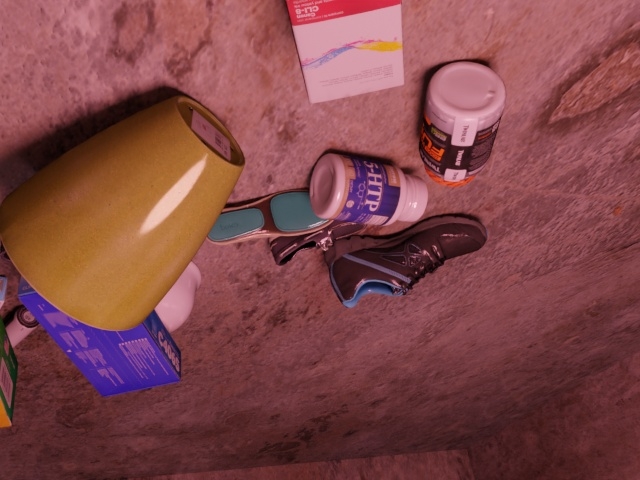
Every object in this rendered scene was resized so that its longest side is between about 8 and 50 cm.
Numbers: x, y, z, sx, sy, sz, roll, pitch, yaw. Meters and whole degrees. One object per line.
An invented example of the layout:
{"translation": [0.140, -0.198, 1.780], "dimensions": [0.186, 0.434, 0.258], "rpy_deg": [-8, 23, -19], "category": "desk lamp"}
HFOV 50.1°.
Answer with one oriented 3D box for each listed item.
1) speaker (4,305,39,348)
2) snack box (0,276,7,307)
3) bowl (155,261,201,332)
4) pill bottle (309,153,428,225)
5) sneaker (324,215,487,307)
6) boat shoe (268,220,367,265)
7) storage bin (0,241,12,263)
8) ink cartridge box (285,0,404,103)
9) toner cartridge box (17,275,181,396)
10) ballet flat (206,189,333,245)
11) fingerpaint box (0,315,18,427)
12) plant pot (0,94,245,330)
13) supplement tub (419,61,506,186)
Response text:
{"translation": [-0.662, 0.192, 1.494], "dimensions": [0.055, 0.055, 0.136], "rpy_deg": [18, 141, -40], "category": "speaker"}
{"translation": [-0.770, 0.154, 1.387], "dimensions": [0.187, 0.060, 0.322], "rpy_deg": [14, 143, -31], "category": "snack box"}
{"translation": [-0.390, 0.141, 1.412], "dimensions": [0.298, 0.134, 0.298], "rpy_deg": [-7, 150, -4], "category": "bowl"}
{"translation": [0.086, -0.083, 1.187], "dimensions": [0.187, 0.112, 0.112], "rpy_deg": [6, 147, -27], "category": "pill bottle"}
{"translation": [0.185, 0.049, 1.422], "dimensions": [0.341, 0.139, 0.125], "rpy_deg": [-14, 148, 5], "category": "sneaker"}
{"translation": [0.000, 0.000, 1.353], "dimensions": [0.206, 0.065, 0.075], "rpy_deg": [-16, 150, 9], "category": "boat shoe"}
{"translation": [-0.447, 0.000, 1.196], "dimensions": [0.122, 0.084, 0.180], "rpy_deg": [-26, 146, 26], "category": "storage bin"}
{"translation": [0.026, -0.274, 0.818], "dimensions": [0.127, 0.128, 0.176], "rpy_deg": [-11, 150, 3], "category": "ink cartridge box"}
{"translation": [-0.389, 0.159, 1.257], "dimensions": [0.165, 0.075, 0.347], "rpy_deg": [-13, 138, 2], "category": "toner cartridge box"}
{"translation": [-0.093, -0.041, 1.257], "dimensions": [0.249, 0.086, 0.086], "rpy_deg": [-7, 150, -2], "category": "ballet flat"}
{"translation": [-0.766, 0.163, 1.178], "dimensions": [0.371, 0.163, 0.444], "rpy_deg": [-6, 135, -12], "category": "fingerpaint box"}
{"translation": [-0.259, -0.064, 1.005], "dimensions": [0.293, 0.274, 0.275], "rpy_deg": [-40, 142, 16], "category": "plant pot"}
{"translation": [0.215, -0.173, 1.066], "dimensions": [0.117, 0.117, 0.190], "rpy_deg": [-9, 150, -2], "category": "supplement tub"}
